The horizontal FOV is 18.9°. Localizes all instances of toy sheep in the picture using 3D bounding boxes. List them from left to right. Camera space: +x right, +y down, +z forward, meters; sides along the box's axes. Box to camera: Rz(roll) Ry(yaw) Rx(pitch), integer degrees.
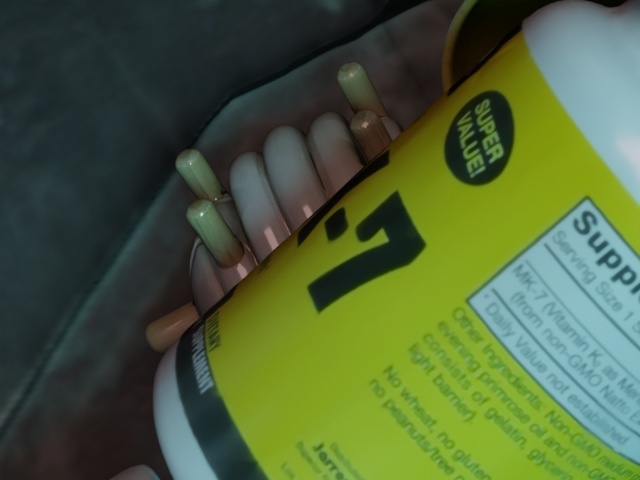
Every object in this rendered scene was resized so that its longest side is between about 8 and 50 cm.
[{"bbox_3d":[0.000,0.000,0.625,0.132,0.091,0.091,-25,67,10],"label":"toy sheep"}]

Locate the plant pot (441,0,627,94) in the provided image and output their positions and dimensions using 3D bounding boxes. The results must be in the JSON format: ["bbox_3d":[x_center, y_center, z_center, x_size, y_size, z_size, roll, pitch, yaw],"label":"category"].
[{"bbox_3d":[0.119,-0.069,0.625,0.134,0.134,0.095,19,51,14],"label":"plant pot"}]

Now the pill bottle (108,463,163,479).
[{"bbox_3d":[-0.149,0.227,0.491,0.361,0.204,0.204,-34,69,-7],"label":"pill bottle"}]

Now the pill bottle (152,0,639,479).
[{"bbox_3d":[0.064,0.011,0.521,0.208,0.119,0.119,-42,68,16],"label":"pill bottle"}]
